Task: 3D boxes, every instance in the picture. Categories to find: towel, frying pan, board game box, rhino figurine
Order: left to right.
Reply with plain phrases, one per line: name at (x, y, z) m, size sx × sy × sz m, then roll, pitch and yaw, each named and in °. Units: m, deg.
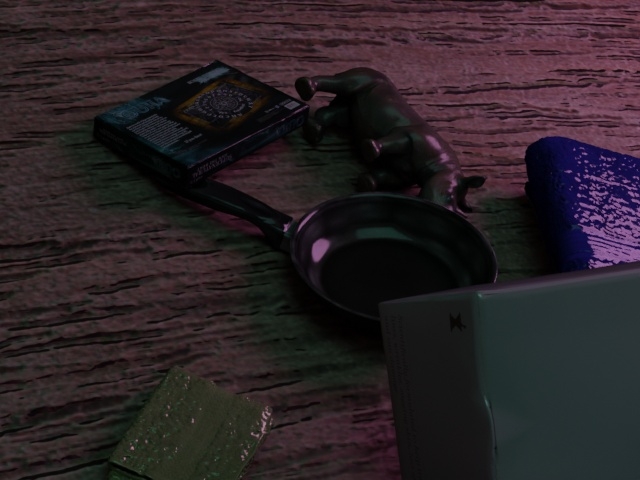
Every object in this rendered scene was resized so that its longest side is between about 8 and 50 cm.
towel at (-0.107, 0.170, 1.517) m, size 0.110 × 0.027 × 0.148 m, roll 24°, pitch 41°, yaw 4°
board game box at (-0.117, -0.119, 1.817) m, size 0.126 × 0.026 × 0.186 m, roll 29°, pitch 38°, yaw 28°
frying pan at (0.004, 0.018, 1.717) m, size 0.326 × 0.053 × 0.197 m, roll 3°, pitch 38°, yaw -6°
rhino figurine at (0.082, -0.089, 1.856) m, size 0.106 × 0.073 × 0.243 m, roll -23°, pitch 58°, yaw -36°
towel at (0.322, 0.034, 1.834) m, size 0.227 × 0.076 × 0.308 m, roll 15°, pitch 39°, yaw -19°

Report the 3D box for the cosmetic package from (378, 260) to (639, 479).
cosmetic package at (0.256, 0.127, 1.558) m, size 0.385 × 0.156 × 0.217 m, roll -5°, pitch 89°, yaw -29°
